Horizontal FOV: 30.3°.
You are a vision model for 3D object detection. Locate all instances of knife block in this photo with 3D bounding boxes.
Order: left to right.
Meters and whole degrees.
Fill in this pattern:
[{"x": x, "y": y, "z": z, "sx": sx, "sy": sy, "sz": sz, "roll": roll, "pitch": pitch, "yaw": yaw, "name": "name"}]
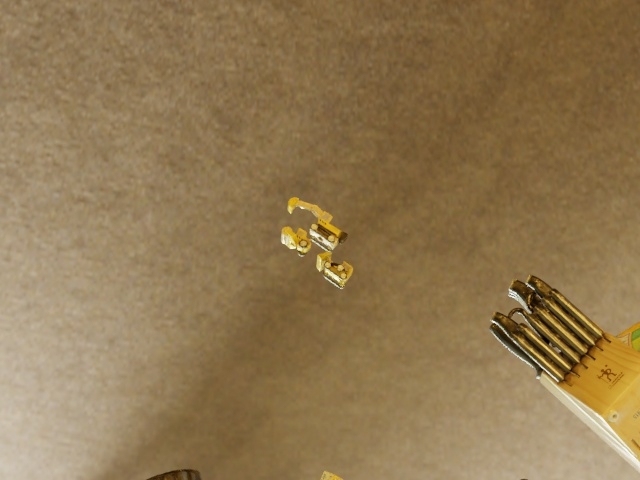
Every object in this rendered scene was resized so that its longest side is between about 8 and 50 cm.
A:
[{"x": 0.326, "y": 0.165, "z": 1.428, "sx": 0.088, "sy": 0.242, "sz": 0.275, "roll": -46, "pitch": 121, "yaw": -3, "name": "knife block"}]

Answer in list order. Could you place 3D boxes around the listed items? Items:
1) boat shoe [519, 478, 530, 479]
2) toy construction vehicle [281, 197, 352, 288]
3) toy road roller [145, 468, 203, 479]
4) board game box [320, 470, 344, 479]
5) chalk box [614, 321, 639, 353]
[{"x": 0.380, "y": 0.453, "z": 1.975, "sx": 0.049, "sy": 0.040, "sz": 0.142, "roll": -40, "pitch": 98, "yaw": 7, "name": "boat shoe"}, {"x": 0.000, "y": 0.000, "z": 1.386, "sx": 0.098, "sy": 0.035, "sz": 0.086, "roll": 34, "pitch": 152, "yaw": 19, "name": "toy construction vehicle"}, {"x": -0.239, "y": 0.472, "z": 1.678, "sx": 0.241, "sy": 0.202, "sz": 0.329, "roll": -18, "pitch": 153, "yaw": 3, "name": "toy road roller"}, {"x": 0.043, "y": 0.437, "z": 1.840, "sx": 0.154, "sy": 0.103, "sz": 0.026, "roll": 35, "pitch": 163, "yaw": -34, "name": "board game box"}, {"x": 0.501, "y": 0.203, "z": 1.739, "sx": 0.213, "sy": 0.132, "sz": 0.132, "roll": -36, "pitch": 114, "yaw": 22, "name": "chalk box"}]
